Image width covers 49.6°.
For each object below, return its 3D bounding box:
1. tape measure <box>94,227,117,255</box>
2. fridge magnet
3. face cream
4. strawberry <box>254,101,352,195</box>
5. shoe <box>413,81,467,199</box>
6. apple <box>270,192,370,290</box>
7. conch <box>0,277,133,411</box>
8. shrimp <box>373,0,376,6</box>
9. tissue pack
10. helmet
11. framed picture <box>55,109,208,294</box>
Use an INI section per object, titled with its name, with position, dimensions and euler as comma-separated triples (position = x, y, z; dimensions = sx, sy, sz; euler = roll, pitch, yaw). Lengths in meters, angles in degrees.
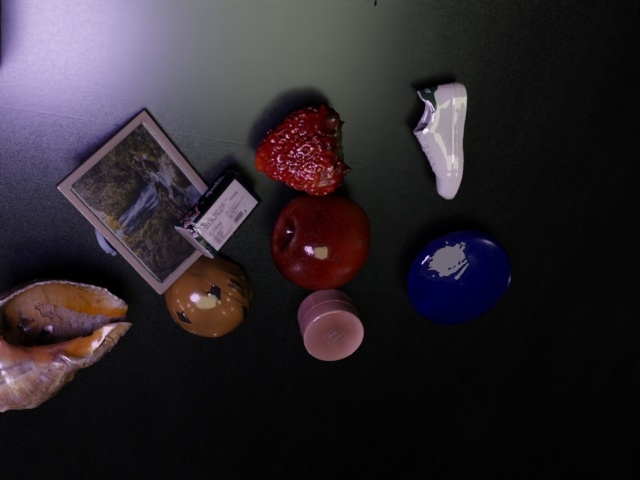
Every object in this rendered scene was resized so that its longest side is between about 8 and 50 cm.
[tape measure]
position = -0.441, -0.019, 1.478
dimensions = 0.054, 0.094, 0.091
euler = -13, 120, 10
[fridge magnet]
position = 0.337, 0.090, 1.699
dimensions = 0.265, 0.113, 0.266
euler = -5, 118, -9
[face cream]
position = 0.024, 0.205, 1.697
dimensions = 0.149, 0.104, 0.149
euler = -5, 119, -9
[strawberry]
position = -0.039, -0.184, 1.437
dimensions = 0.201, 0.184, 0.187
euler = -6, 116, 1
[shoe]
position = 0.256, -0.219, 1.532
dimensions = 0.110, 0.095, 0.265
euler = -1, 113, -6
[apple]
position = 0.000, 0.000, 1.517
dimensions = 0.201, 0.218, 0.218
euler = 11, 115, -23
[conch]
position = -0.607, 0.192, 1.506
dimensions = 0.352, 0.210, 0.297
euler = -32, 133, -26
[shrimp]
position = 0.119, -0.505, 1.348
dimensions = 0.174, 0.082, 0.076
euler = -31, 116, -3
[tissue pack]
position = -0.217, -0.057, 1.480
dimensions = 0.170, 0.090, 0.103
euler = -51, 121, -15
[helmet]
position = -0.256, 0.143, 1.590
dimensions = 0.198, 0.130, 0.224
euler = -35, 121, 11
[framed picture]
position = -0.354, -0.075, 1.453
dimensions = 0.240, 0.020, 0.324
euler = -45, 121, -17
